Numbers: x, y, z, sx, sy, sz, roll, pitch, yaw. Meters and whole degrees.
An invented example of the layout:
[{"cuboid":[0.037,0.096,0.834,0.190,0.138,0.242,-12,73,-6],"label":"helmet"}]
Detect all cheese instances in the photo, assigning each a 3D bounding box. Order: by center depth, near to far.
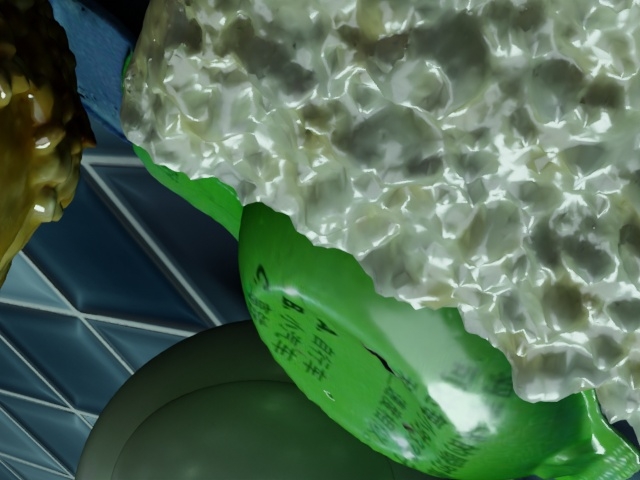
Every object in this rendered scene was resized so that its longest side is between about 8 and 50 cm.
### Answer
[{"cuboid":[0.000,0.000,0.544,0.320,0.083,0.204,40,157,12],"label":"cheese"}]

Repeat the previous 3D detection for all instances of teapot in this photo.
[{"cuboid":[0.026,0.139,0.653,0.318,0.220,0.149,-12,175,4],"label":"teapot"}]

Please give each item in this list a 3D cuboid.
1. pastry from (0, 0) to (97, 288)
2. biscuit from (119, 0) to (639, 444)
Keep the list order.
[{"cuboid":[-0.211,-0.087,0.516,0.284,0.184,0.316,49,158,11],"label":"pastry"},{"cuboid":[0.088,-0.038,0.374,0.281,0.084,0.179,31,134,0],"label":"biscuit"}]
